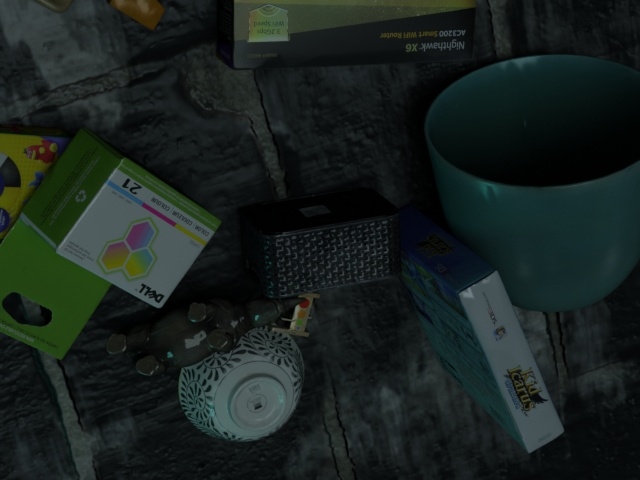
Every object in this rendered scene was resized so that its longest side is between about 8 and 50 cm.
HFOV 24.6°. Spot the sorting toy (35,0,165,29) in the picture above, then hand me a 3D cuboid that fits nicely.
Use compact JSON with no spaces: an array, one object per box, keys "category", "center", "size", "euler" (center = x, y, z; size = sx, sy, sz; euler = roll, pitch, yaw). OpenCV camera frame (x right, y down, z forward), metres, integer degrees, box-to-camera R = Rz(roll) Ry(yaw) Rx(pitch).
[{"category":"sorting toy","center":[-0.275,-0.373,1.623],"size":[0.307,0.041,0.229],"euler":[29,97,-26]}]

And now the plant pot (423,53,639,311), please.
[{"category":"plant pot","center":[0.281,-0.056,1.809],"size":[0.293,0.293,0.235],"euler":[-18,128,-13]}]

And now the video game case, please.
[{"category":"video game case","center":[0.183,0.102,1.824],"size":[0.061,0.269,0.244],"euler":[-31,116,-8]}]

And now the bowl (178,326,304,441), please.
[{"category":"bowl","center":[-0.089,0.193,1.863],"size":[0.170,0.080,0.170],"euler":[-7,110,-19]}]

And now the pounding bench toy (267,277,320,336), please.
[{"category":"pounding bench toy","center":[-0.052,0.077,1.852],"size":[0.083,0.052,0.065],"euler":[10,104,-22]}]

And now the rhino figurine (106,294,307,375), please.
[{"category":"rhino figurine","center":[-0.133,0.106,1.788],"size":[0.243,0.106,0.073],"euler":[-19,85,2]}]

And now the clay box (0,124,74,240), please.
[{"category":"clay box","center":[-0.396,-0.067,1.651],"size":[0.222,0.053,0.127],"euler":[0,108,-36]}]

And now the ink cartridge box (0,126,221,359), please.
[{"category":"ink cartridge box","center":[-0.265,0.027,1.694],"size":[0.255,0.097,0.189],"euler":[-55,139,0]}]

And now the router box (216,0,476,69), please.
[{"category":"router box","center":[0.033,-0.331,1.726],"size":[0.308,0.081,0.243],"euler":[-5,110,-18]}]

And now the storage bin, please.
[{"category":"storage bin","center":[0.000,0.000,1.805],"size":[0.180,0.122,0.084],"euler":[-9,111,-17]}]
